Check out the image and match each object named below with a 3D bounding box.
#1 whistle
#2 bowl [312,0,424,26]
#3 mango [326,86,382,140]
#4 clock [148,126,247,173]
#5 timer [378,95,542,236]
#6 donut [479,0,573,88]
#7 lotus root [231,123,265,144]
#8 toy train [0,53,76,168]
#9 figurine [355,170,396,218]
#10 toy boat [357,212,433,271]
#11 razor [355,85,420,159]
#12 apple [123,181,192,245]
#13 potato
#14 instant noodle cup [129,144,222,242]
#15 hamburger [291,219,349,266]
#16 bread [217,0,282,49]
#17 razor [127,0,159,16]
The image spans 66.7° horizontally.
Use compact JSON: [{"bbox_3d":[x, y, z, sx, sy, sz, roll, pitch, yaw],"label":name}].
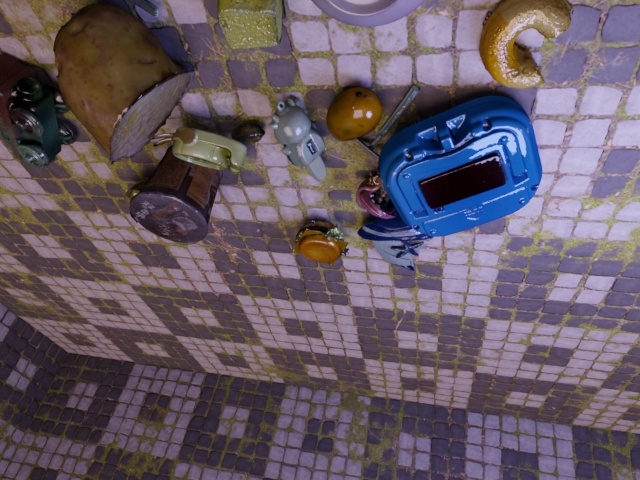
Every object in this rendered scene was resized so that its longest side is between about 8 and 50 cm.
[{"bbox_3d":[-0.048,-0.239,1.177,0.092,0.110,0.244,27,161,43],"label":"whistle"},{"bbox_3d":[0.074,-0.468,0.774,0.286,0.144,0.287,9,144,7],"label":"bowl"},{"bbox_3d":[0.068,-0.278,1.089,0.111,0.090,0.163,34,149,-28],"label":"mango"},{"bbox_3d":[-0.305,-0.231,1.225,0.231,0.069,0.170,14,178,-12],"label":"clock"},{"bbox_3d":[0.318,-0.152,1.107,0.340,0.115,0.309,-20,133,19],"label":"timer"},{"bbox_3d":[0.364,-0.358,0.887,0.146,0.078,0.181,10,144,1],"label":"donut"},{"bbox_3d":[-0.179,-0.268,1.218,0.099,0.049,0.054,-2,167,31],"label":"lotus root"},{"bbox_3d":[-0.786,-0.330,1.279,0.221,0.150,0.304,30,145,-4],"label":"toy train"},{"bbox_3d":[0.157,-0.138,1.251,0.114,0.126,0.157,39,133,39],"label":"figurine"},{"bbox_3d":[0.253,0.011,1.453,0.210,0.070,0.291,-11,142,39],"label":"toy boat"},{"bbox_3d":[0.164,-0.274,1.114,0.084,0.036,0.211,39,137,-1],"label":"razor"},{"bbox_3d":[-0.492,-0.094,1.519,0.193,0.120,0.265,-2,141,43],"label":"apple"},{"bbox_3d":[-0.454,-0.353,1.053,0.237,0.301,0.289,39,113,-9],"label":"potato"},{"bbox_3d":[-0.384,-0.135,1.341,0.217,0.207,0.217,10,146,7],"label":"instant noodle cup"},{"bbox_3d":[0.004,-0.001,1.493,0.164,0.093,0.189,27,145,-21],"label":"hamburger"},{"bbox_3d":[-0.131,-0.434,0.920,0.114,0.111,0.129,6,163,4],"label":"bread"},{"bbox_3d":[-0.419,-0.504,0.984,0.191,0.037,0.068,18,141,-10],"label":"razor"}]
